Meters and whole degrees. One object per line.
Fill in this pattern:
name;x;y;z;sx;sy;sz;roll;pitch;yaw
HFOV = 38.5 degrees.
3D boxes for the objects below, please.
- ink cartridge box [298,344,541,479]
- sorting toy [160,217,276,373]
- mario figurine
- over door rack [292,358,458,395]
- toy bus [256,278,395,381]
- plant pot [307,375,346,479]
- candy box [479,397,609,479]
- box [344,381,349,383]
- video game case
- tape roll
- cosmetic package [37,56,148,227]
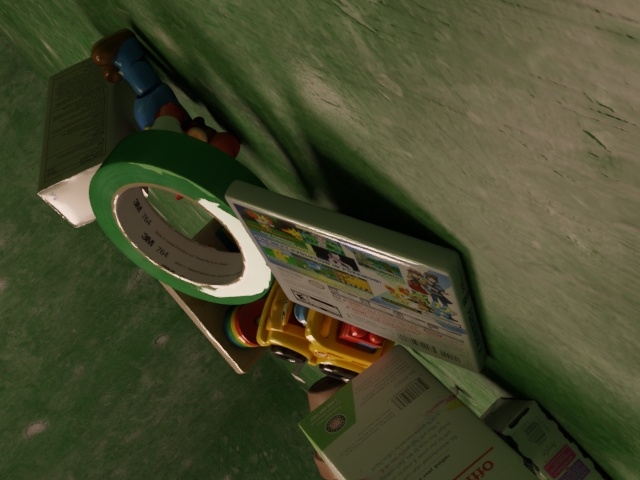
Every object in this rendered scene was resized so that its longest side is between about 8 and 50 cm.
ink cartridge box;0.156;0.337;1.318;0.353;0.207;0.119;43;164;43
sorting toy;-0.131;0.073;1.742;0.255;0.257;0.089;52;146;-14
mario figurine;-0.273;-0.182;1.508;0.320;0.170;0.198;52;-150;10
over door rack;0.134;0.302;1.770;0.324;0.108;0.239;12;152;26
toy bus;0.024;0.135;1.485;0.220;0.149;0.211;19;166;-8
plant pot;0.078;0.474;2.440;0.229;0.263;0.263;67;165;-8
candy box;0.330;0.326;1.343;0.196;0.070;0.165;47;169;2
box;-0.008;0.249;2.348;0.270;0.060;0.216;49;169;-15
video game case;0.056;0.053;1.246;0.329;0.036;0.300;20;157;27
tape roll;-0.204;-0.030;1.436;0.321;0.077;0.321;19;146;14
cosmetic package;-0.404;-0.192;1.654;0.113;0.160;0.309;53;-158;-47
